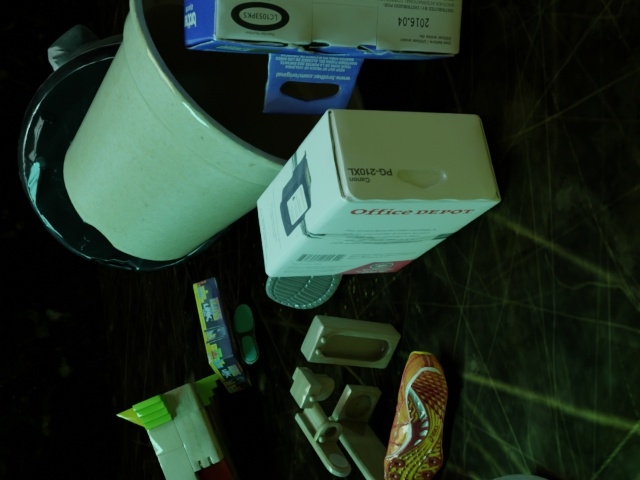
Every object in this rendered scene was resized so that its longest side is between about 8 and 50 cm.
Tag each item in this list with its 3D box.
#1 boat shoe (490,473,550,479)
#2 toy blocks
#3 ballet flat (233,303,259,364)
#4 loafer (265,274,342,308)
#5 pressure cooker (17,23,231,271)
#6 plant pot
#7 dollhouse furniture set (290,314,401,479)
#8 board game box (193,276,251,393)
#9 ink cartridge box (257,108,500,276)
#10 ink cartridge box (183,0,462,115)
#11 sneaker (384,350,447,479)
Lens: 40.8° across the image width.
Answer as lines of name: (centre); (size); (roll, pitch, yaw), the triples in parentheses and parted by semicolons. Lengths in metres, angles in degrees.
boat shoe: (0.214, 0.268, 0.663); (0.302, 0.109, 0.094); (-165, 59, -76)
toy blocks: (-0.225, 0.402, 1.601); (0.381, 0.191, 0.260); (103, 144, -82)
ballet flat: (-0.136, 0.174, 1.569); (0.041, 0.041, 0.114); (125, 139, -56)
loafer: (0.000, 0.000, 1.180); (0.087, 0.094, 0.251); (-79, 17, -47)
pressure cooker: (-0.304, -0.175, 1.476); (0.420, 0.376, 0.369); (-113, 27, -72)
plant pot: (-0.163, -0.139, 1.109); (0.305, 0.334, 0.333); (-41, 51, 36)
dollhouse furniture set: (0.050, 0.191, 1.012); (0.123, 0.144, 0.151); (49, 121, 51)
board game box: (-0.180, 0.175, 1.589); (0.141, 0.048, 0.170); (74, 179, -57)
ink cartridge box: (0.051, -0.043, 0.915); (0.237, 0.172, 0.100); (137, 128, -61)
ink cartridge box: (0.003, -0.327, 0.883); (0.151, 0.270, 0.395); (-156, 67, -68)
sneaker: (0.110, 0.206, 0.962); (0.067, 0.064, 0.175); (-88, 9, -68)
